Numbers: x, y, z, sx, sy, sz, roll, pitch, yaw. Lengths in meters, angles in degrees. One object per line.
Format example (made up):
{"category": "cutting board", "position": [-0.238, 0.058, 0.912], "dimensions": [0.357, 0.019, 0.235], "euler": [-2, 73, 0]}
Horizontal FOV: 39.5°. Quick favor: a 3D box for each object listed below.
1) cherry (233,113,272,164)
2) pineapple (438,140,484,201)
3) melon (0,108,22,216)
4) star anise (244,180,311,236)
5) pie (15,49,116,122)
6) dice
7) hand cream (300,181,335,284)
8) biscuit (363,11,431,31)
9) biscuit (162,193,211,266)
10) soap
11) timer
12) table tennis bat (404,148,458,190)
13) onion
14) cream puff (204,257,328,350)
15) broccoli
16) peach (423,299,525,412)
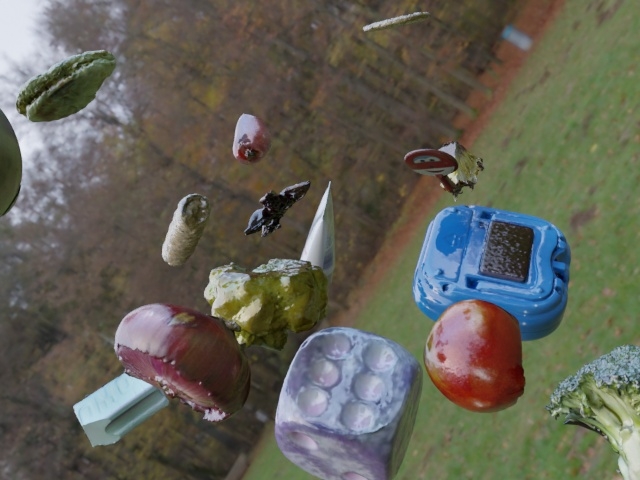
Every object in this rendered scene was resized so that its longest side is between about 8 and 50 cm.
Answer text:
{"category": "cherry", "position": [-0.161, -0.242, 2.154], "dimensions": [0.106, 0.087, 0.126], "euler": [-10, 62, 45]}
{"category": "pineapple", "position": [0.289, -0.153, 1.874], "dimensions": [0.069, 0.116, 0.137], "euler": [-22, 13, 32]}
{"category": "melon", "position": [-0.759, -0.166, 1.843], "dimensions": [0.269, 0.330, 0.268], "euler": [-19, -14, -5]}
{"category": "star anise", "position": [-0.102, -0.061, 1.844], "dimensions": [0.212, 0.053, 0.157], "euler": [-42, -13, 32]}
{"category": "pie", "position": [-0.580, -0.343, 2.032], "dimensions": [0.248, 0.090, 0.201], "euler": [-33, -6, 24]}
{"category": "dice", "position": [0.067, 0.372, 1.973], "dimensions": [0.271, 0.270, 0.270], "euler": [83, -154, -52]}
{"category": "hand cream", "position": [0.000, 0.000, 2.071], "dimensions": [0.133, 0.083, 0.247], "euler": [-82, 0, -54]}
{"category": "biscuit", "position": [0.130, -0.373, 1.523], "dimensions": [0.120, 0.120, 0.015], "euler": [-51, -50, -73]}
{"category": "biscuit", "position": [-0.226, -0.011, 1.473], "dimensions": [0.061, 0.055, 0.219], "euler": [-46, -4, -30]}
{"category": "soap", "position": [-0.521, 0.429, 2.297], "dimensions": [0.231, 0.091, 0.145], "euler": [-34, 31, -10]}
{"category": "timer", "position": [0.360, 0.055, 1.856], "dimensions": [0.340, 0.309, 0.115], "euler": [-66, -15, -49]}
{"category": "table tennis bat", "position": [0.215, -0.133, 1.655], "dimensions": [0.155, 0.098, 0.019], "euler": [40, -127, -53]}
{"category": "onion", "position": [-0.219, 0.193, 1.462], "dimensions": [0.248, 0.248, 0.161], "euler": [119, 171, -52]}
{"category": "cream puff", "position": [-0.111, 0.138, 1.876], "dimensions": [0.282, 0.282, 0.185], "euler": [-48, -46, -78]}
{"category": "broccoli", "position": [0.536, 0.332, 1.372], "dimensions": [0.252, 0.361, 0.221], "euler": [-34, -16, 14]}
{"category": "peach", "position": [0.279, 0.202, 1.539], "dimensions": [0.190, 0.192, 0.190], "euler": [-44, -26, -28]}
